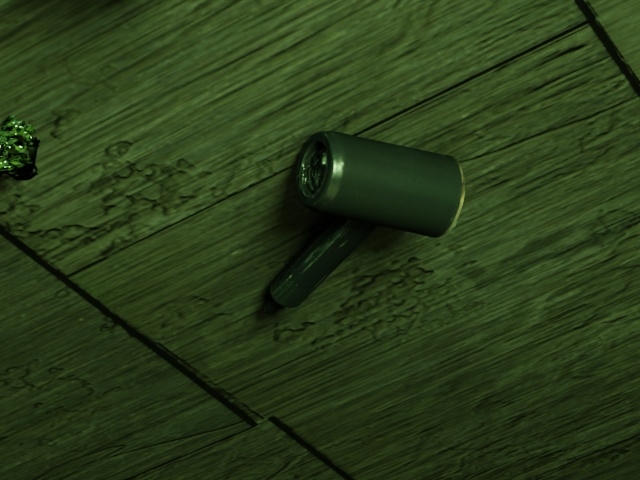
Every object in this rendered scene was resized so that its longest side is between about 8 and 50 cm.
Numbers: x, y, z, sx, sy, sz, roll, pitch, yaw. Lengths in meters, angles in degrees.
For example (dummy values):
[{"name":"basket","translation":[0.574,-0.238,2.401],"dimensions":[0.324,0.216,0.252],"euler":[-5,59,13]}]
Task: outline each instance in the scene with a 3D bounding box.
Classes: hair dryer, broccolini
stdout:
[{"name":"hair dryer","translation":[0.000,0.000,1.537],"dimensions":[0.128,0.070,0.255],"euler":[12,143,-29]},{"name":"broccolini","translation":[-0.302,-0.032,1.420],"dimensions":[0.123,0.062,0.271],"euler":[14,145,-24]}]
